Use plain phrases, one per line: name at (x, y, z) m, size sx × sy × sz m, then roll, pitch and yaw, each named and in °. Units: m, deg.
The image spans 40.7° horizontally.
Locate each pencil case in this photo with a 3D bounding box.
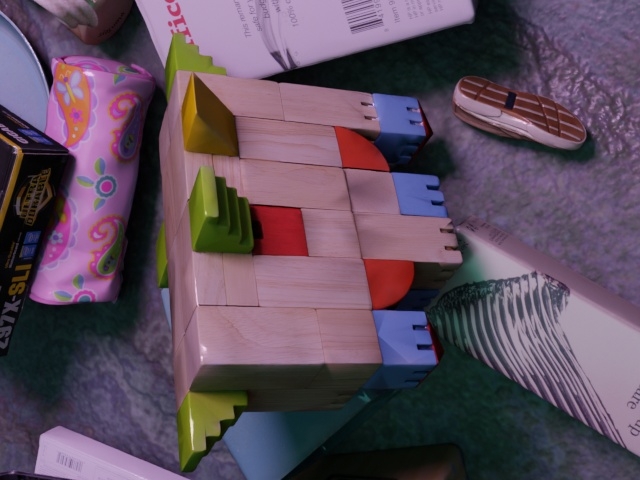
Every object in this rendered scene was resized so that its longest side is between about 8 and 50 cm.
pencil case at (-0.263, -0.064, 0.980) m, size 0.124 × 0.124 × 0.284 m, roll 15°, pitch 103°, yaw 16°

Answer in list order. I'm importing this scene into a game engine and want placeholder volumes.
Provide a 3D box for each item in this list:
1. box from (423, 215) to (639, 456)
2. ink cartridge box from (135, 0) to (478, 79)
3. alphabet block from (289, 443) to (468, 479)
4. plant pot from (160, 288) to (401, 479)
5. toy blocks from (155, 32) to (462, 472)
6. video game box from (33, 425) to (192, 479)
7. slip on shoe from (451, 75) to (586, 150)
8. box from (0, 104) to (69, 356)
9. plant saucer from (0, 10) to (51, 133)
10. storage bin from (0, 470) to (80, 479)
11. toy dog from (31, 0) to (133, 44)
box at (0.233, 0.091, 0.838) m, size 0.275 × 0.094 × 0.113 m, roll 30°, pitch 106°, yaw 14°
ink cartridge box at (-0.023, -0.290, 0.823) m, size 0.307 × 0.129 × 0.223 m, roll -11°, pitch 116°, yaw 20°
alphabet block at (0.053, 0.334, 0.879) m, size 0.193 × 0.197 × 0.193 m, roll -13°, pitch 93°, yaw 20°
plant pot at (-0.045, 0.107, 0.907) m, size 0.166 × 0.165 × 0.234 m, roll -45°, pitch 75°, yaw 19°
toy blocks at (0.000, 0.000, 0.771) m, size 0.191 × 0.260 × 0.382 m, roll 120°, pitch 147°, yaw -51°
video game box at (-0.267, 0.353, 1.072) m, size 0.205 × 0.048 × 0.187 m, roll 18°, pitch 100°, yaw 16°
slip on shoe at (0.193, -0.118, 0.854) m, size 0.135 × 0.051 × 0.041 m, roll 21°, pitch 143°, yaw 7°
box at (-0.445, -0.053, 0.979) m, size 0.322 × 0.079 × 0.257 m, roll 32°, pitch 108°, yaw 26°
plant saucer at (-0.454, -0.146, 1.071) m, size 0.317 × 0.043 × 0.318 m, roll 3°, pitch 98°, yaw 19°
storage bin at (-0.332, 0.337, 1.003) m, size 0.180 × 0.122 × 0.084 m, roll 3°, pitch 97°, yaw 19°
toy dog at (-0.275, -0.326, 0.869) m, size 0.220 × 0.333 × 0.161 m, roll 35°, pitch 90°, yaw -14°
